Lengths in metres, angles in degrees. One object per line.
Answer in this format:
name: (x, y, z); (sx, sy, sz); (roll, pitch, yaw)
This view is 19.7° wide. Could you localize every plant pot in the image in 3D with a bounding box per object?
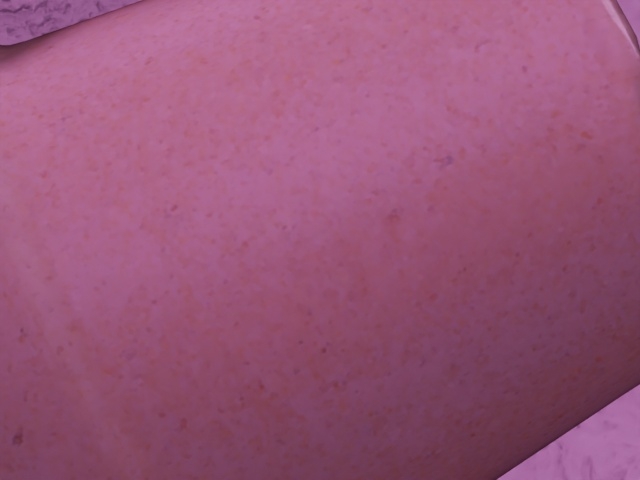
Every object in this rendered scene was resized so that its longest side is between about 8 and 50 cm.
plant pot: (0.000, 0.000, 0.810); (0.334, 0.305, 0.334); (62, 5, -10)
